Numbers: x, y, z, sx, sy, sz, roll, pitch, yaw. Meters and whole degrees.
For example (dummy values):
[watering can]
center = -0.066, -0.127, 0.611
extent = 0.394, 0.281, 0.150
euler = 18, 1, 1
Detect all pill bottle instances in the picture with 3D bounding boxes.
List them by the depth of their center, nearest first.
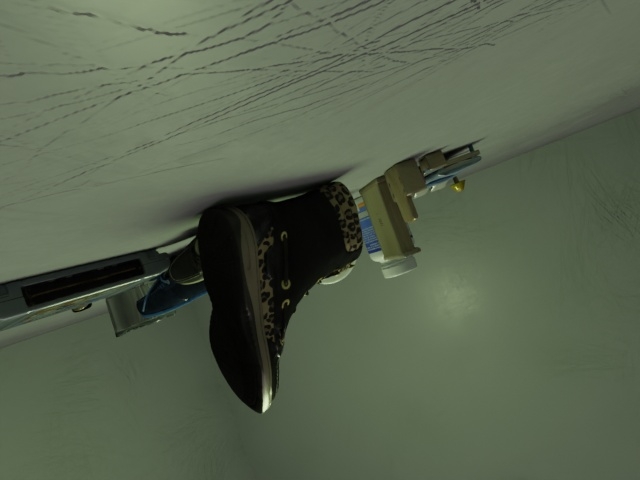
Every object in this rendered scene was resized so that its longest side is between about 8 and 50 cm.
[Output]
[pill bottle]
center = 0.211, -0.023, 1.304
extent = 0.152, 0.272, 0.152
euler = -20, 179, 0

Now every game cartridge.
[game cartridge]
center = -0.436, 0.089, 0.694
extent = 0.198, 0.062, 0.297
euler = -27, 176, 36

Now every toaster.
[toaster]
center = -0.596, 0.213, 1.318
extent = 0.227, 0.146, 0.129
euler = -22, 178, 18

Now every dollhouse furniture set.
[dollhouse furniture set]
center = 0.295, -0.101, 0.989
extent = 0.303, 0.198, 0.286
euler = -21, 179, -13

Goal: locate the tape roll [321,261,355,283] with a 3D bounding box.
[tape roll]
center = 0.022, 0.037, 1.554
extent = 0.246, 0.246, 0.169
euler = -21, 179, 5

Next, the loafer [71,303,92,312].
[loafer]
center = -0.560, 0.141, 0.939
extent = 0.056, 0.050, 0.148
euler = -20, 179, -19

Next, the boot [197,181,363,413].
[boot]
center = -0.053, 0.088, 0.712
extent = 0.138, 0.377, 0.284
euler = 15, -150, 38

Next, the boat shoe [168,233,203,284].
[boat shoe]
center = -0.201, 0.013, 0.733
extent = 0.223, 0.080, 0.073
euler = -28, 168, 18

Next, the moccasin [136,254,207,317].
[moccasin]
center = -0.324, 0.082, 0.981
extent = 0.342, 0.117, 0.138
euler = -26, -171, 21
